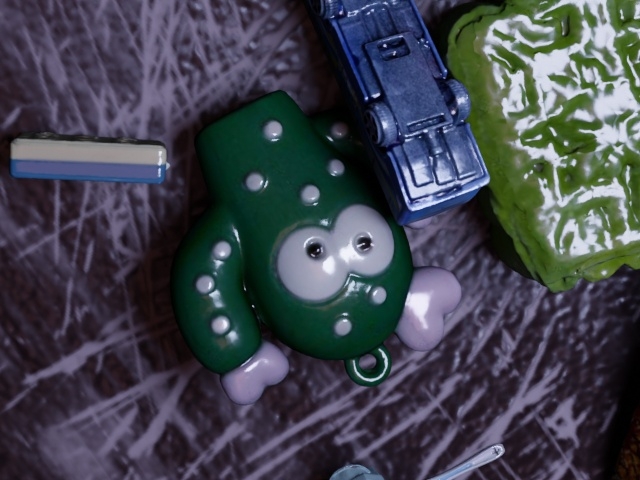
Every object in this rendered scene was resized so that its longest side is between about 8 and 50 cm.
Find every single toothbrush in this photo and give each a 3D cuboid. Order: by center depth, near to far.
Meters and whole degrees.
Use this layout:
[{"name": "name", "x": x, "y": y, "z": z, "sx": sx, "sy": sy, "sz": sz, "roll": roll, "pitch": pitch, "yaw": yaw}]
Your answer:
[{"name": "toothbrush", "x": 0.084, "y": 0.213, "z": 1.260, "sx": 0.162, "sy": 0.017, "sz": 0.014, "roll": -28, "pitch": 86, "yaw": 1}]

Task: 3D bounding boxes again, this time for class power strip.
[{"name": "power strip", "x": -0.180, "y": -0.065, "z": 1.163, "sx": 0.123, "sy": 0.056, "sz": 0.032, "roll": 3, "pitch": 100, "yaw": -6}]

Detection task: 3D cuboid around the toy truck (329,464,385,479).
[{"name": "toy truck", "x": 0.087, "y": 0.305, "z": 1.219, "sx": 0.108, "sy": 0.140, "sz": 0.256, "roll": -31, "pitch": 119, "yaw": 1}]

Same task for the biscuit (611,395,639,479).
[{"name": "biscuit", "x": 0.327, "y": 0.082, "z": 1.136, "sx": 0.073, "sy": 0.107, "sz": 0.388, "roll": -10, "pitch": 130, "yaw": -30}]

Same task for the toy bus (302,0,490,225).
[{"name": "toy bus", "x": 0.046, "y": -0.129, "z": 1.116, "sx": 0.079, "sy": 0.094, "sz": 0.236, "roll": -18, "pitch": 77, "yaw": -17}]

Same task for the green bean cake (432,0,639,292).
[{"name": "green bean cake", "x": 0.219, "y": -0.092, "z": 1.157, "sx": 0.222, "sy": 0.125, "sz": 0.248, "roll": -17, "pitch": 102, "yaw": -2}]

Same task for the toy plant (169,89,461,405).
[{"name": "toy plant", "x": -0.004, "y": 0.003, "z": 1.161, "sx": 0.232, "sy": 0.112, "sz": 0.243, "roll": -2, "pitch": 85, "yaw": -13}]
